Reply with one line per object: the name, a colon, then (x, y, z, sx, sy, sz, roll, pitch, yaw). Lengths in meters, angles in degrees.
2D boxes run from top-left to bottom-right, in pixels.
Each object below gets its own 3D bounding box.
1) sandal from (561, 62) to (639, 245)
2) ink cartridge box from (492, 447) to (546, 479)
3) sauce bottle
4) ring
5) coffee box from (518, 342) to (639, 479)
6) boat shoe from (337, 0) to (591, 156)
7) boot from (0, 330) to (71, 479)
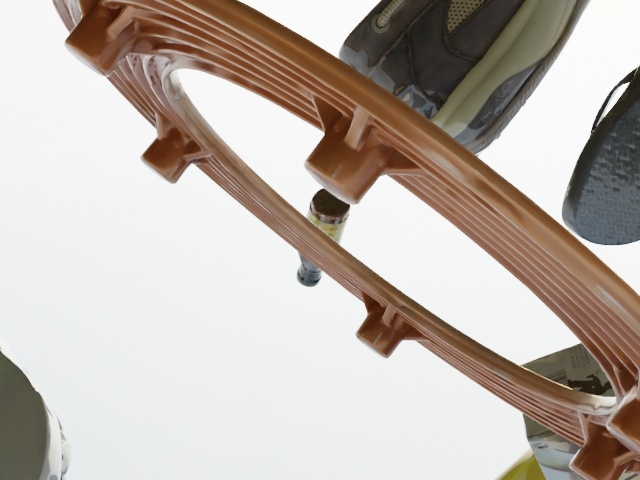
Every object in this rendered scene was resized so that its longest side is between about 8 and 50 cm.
sandal: (0.265, -0.104, 1.102, 0.254, 0.097, 0.054, -59, -154, -11)
ink cartridge box: (0.191, 0.348, 1.417, 0.303, 0.072, 0.307, -43, -168, 13)
sauce bottle: (0.000, 0.000, 1.392, 0.042, 0.128, 0.042, 5, -126, -7)
ring: (0.022, 0.007, 0.562, 0.337, 0.336, 0.032, 28, -102, 46)
coffee box: (0.330, 0.143, 1.144, 0.297, 0.168, 0.119, -22, -157, 12)
boat shoe: (0.139, -0.216, 0.861, 0.130, 0.132, 0.355, 35, -99, 1)
boot: (-0.196, 0.138, 0.909, 0.095, 0.123, 0.258, -34, -146, -3)
